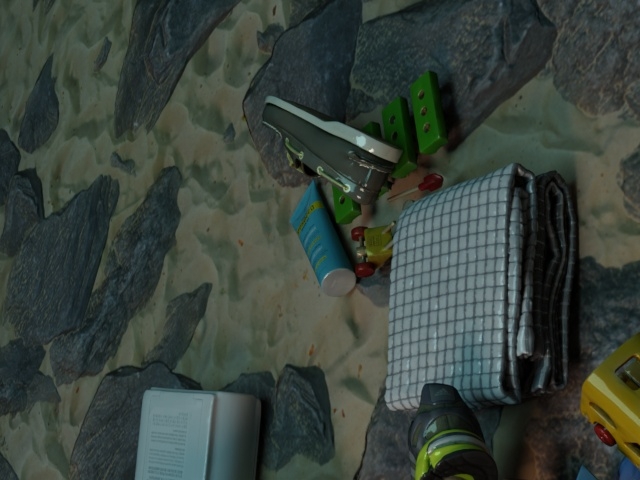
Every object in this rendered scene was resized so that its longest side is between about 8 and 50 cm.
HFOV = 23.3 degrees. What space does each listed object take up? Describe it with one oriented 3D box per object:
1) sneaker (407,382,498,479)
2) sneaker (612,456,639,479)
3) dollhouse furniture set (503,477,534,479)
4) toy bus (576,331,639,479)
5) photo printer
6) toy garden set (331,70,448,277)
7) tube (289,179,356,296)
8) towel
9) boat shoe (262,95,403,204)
[{"bbox_3d":[0.152,0.269,1.815,0.300,0.111,0.121,91,172,-57],"label":"sneaker"},{"bbox_3d":[0.350,0.233,1.587,0.144,0.053,0.059,-44,49,-17],"label":"sneaker"},{"bbox_3d":[0.265,0.394,1.649,0.262,0.135,0.259,17,96,58],"label":"dollhouse furniture set"},{"bbox_3d":[0.350,0.186,1.524,0.104,0.202,0.191,75,-163,-61],"label":"toy bus"},{"bbox_3d":[-0.199,0.386,2.416,0.256,0.107,0.307,-7,76,56],"label":"photo printer"},{"bbox_3d":[0.108,-0.081,2.124,0.244,0.049,0.204,-39,48,45],"label":"toy garden set"},{"bbox_3d":[0.000,0.000,2.275,0.080,0.052,0.207,-55,33,23],"label":"tube"},{"bbox_3d":[0.198,0.071,1.872,0.235,0.121,0.283,-18,65,53],"label":"towel"},{"bbox_3d":[-0.002,-0.130,2.163,0.305,0.109,0.091,29,99,54],"label":"boat shoe"}]
